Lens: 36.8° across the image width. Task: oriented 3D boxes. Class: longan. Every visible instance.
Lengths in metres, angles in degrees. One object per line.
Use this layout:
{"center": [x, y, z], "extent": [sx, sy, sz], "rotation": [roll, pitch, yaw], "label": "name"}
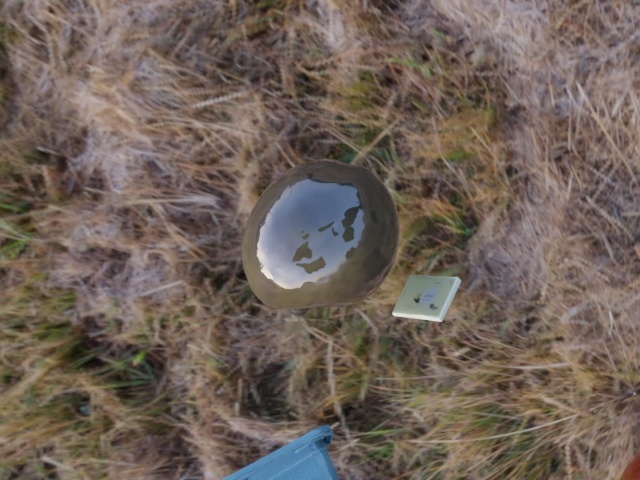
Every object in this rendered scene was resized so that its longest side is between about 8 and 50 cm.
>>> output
{"center": [0.000, 0.000, 1.593], "extent": [0.300, 0.300, 0.243], "rotation": [-44, 57, 7], "label": "longan"}

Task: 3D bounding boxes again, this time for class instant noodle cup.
{"center": [-0.046, 0.285, 1.080], "extent": [0.157, 0.179, 0.070], "rotation": [-28, 70, -16], "label": "instant noodle cup"}

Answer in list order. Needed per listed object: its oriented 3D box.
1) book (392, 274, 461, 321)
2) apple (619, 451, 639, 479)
{"center": [0.168, 0.090, 1.541], "extent": [0.111, 0.014, 0.077], "rotation": [1, 58, 52], "label": "book"}
{"center": [0.467, 0.346, 1.223], "extent": [0.181, 0.168, 0.181], "rotation": [0, 39, 0], "label": "apple"}
